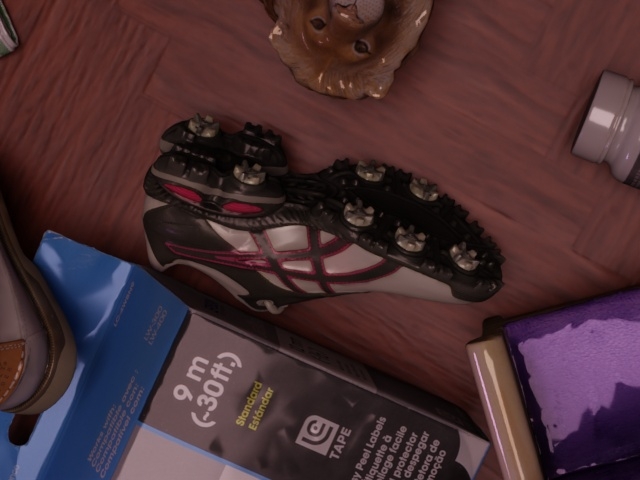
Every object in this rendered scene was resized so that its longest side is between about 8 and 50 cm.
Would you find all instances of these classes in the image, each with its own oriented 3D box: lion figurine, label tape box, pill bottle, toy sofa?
[{"bbox_3d":[-0.069,-0.279,0.946,0.392,0.142,0.240,31,106,18],"label":"lion figurine"},{"bbox_3d":[-0.089,0.176,0.948,0.348,0.115,0.249,24,94,-8],"label":"label tape box"},{"bbox_3d":[0.253,-0.067,0.933,0.137,0.078,0.078,21,98,5],"label":"pill bottle"},{"bbox_3d":[0.293,0.090,0.893,0.362,0.177,0.150,-15,93,10],"label":"toy sofa"}]

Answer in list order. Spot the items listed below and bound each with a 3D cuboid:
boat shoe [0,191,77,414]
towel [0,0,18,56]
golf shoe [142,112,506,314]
[{"bbox_3d":[-0.290,-0.001,0.949,0.302,0.103,0.113,46,105,29],"label":"boat shoe"},{"bbox_3d":[-0.324,-0.172,1.030,0.152,0.023,0.113,-22,91,9],"label":"towel"},{"bbox_3d":[0.000,0.000,0.978,0.273,0.105,0.120,19,124,3],"label":"golf shoe"}]
